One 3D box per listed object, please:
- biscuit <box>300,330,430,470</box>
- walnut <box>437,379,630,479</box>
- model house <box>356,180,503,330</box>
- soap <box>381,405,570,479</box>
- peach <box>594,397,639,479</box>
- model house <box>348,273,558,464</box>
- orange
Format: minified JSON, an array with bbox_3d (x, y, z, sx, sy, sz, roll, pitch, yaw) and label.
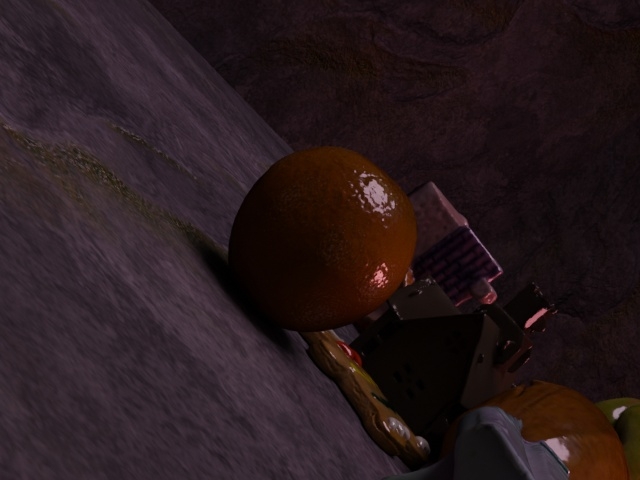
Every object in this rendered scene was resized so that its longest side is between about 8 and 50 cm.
[{"bbox_3d":[0.040,0.156,1.517,0.240,0.035,0.158,52,4,27],"label":"biscuit"},{"bbox_3d":[0.233,0.263,1.500,0.209,0.209,0.336,52,16,25],"label":"walnut"},{"bbox_3d":[0.167,0.081,2.087,0.202,0.237,0.237,54,5,-47],"label":"model house"},{"bbox_3d":[0.156,0.266,0.999,0.261,0.156,0.446,49,5,4],"label":"soap"},{"bbox_3d":[0.546,0.434,2.295,0.281,0.314,0.316,4,-57,57],"label":"peach"},{"bbox_3d":[0.176,0.130,1.668,0.204,0.243,0.211,52,5,26],"label":"model house"},{"bbox_3d":[0.000,0.000,1.386,0.206,0.206,0.206,49,5,-6],"label":"orange"}]
